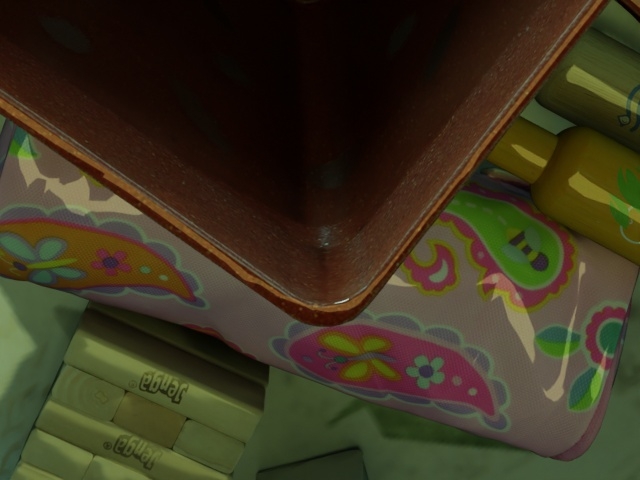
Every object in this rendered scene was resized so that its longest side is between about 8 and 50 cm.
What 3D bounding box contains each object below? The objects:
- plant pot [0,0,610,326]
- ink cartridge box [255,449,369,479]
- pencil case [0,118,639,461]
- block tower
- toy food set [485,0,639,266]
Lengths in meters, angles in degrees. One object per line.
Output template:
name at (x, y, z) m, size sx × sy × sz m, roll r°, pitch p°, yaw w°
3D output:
plant pot at (-0.022, -0.177, 0.574) m, size 0.267 × 0.236 × 0.267 m, roll 36°, pitch 104°, yaw -10°
ink cartridge box at (0.008, 0.182, 0.761) m, size 0.056 × 0.099 × 0.135 m, roll -13°, pitch 106°, yaw 6°
pencil case at (0.000, 0.000, 0.696) m, size 0.284 × 0.124 × 0.124 m, roll 18°, pitch 107°, yaw -5°
block tower at (-0.131, 0.186, 0.769) m, size 0.097 × 0.091 × 0.335 m, roll 25°, pitch 107°, yaw -7°
toy food set at (0.153, -0.112, 0.658) m, size 0.104 × 0.111 × 0.232 m, roll 27°, pitch 101°, yaw -7°
